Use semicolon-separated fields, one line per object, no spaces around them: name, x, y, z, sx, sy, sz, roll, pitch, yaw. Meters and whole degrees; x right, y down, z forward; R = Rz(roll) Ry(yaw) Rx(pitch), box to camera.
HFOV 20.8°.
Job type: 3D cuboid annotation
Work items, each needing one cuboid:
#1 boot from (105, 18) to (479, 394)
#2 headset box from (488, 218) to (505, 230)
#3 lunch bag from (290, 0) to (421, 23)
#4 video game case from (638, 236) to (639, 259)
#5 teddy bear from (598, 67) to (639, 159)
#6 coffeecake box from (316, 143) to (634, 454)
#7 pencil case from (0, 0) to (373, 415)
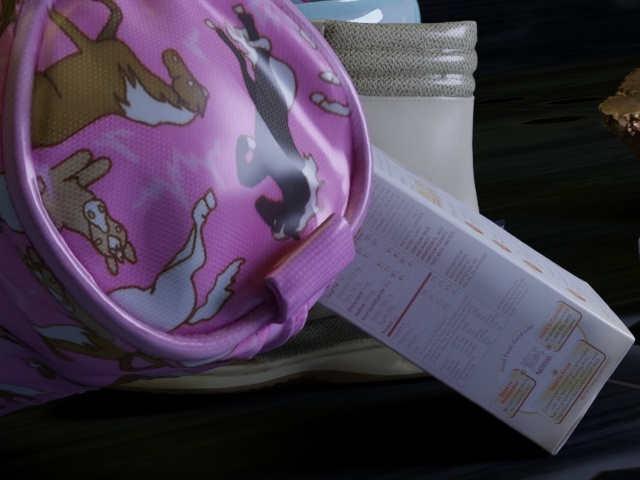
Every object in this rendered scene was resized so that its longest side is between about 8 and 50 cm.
boot;-0.035;-0.022;0.961;0.261;0.204;0.095;-4;8;4
headset box;0.081;0.024;1.062;0.032;0.062;0.083;-1;9;38
lunch bag;-0.053;-0.047;1.083;0.262;0.223;0.160;-9;15;-9
video game case;0.324;-0.021;1.149;0.204;0.025;0.285;-5;8;16
teddy bear;0.397;-0.083;1.407;0.338;0.113;0.245;-7;26;24
coffeecake box;0.043;0.009;0.826;0.185;0.068;0.142;33;7;-5
pencil case;-0.144;0.001;0.749;0.167;0.160;0.386;19;-23;-30
